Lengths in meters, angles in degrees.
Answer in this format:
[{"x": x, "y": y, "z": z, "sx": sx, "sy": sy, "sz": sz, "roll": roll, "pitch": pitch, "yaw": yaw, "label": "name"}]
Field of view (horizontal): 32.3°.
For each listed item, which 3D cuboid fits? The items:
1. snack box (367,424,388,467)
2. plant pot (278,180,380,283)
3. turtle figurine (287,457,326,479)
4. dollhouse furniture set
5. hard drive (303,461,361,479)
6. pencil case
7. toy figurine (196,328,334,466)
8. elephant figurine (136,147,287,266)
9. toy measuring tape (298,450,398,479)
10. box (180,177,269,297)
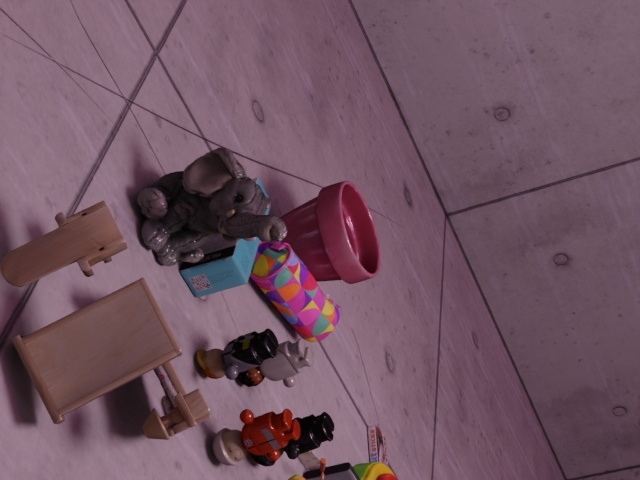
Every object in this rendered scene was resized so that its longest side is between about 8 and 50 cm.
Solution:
[{"x": 0.127, "y": 0.491, "z": 2.372, "sx": 0.064, "sy": 0.022, "sz": 0.178, "roll": 51, "pitch": 29, "yaw": -51, "label": "snack box"}, {"x": 0.000, "y": 0.000, "z": 2.182, "sx": 0.201, "sy": 0.180, "sz": 0.201, "roll": -16, "pitch": 90, "yaw": -70, "label": "plant pot"}, {"x": -0.036, "y": 0.485, "z": 1.834, "sx": 0.269, "sy": 0.087, "sz": 0.218, "roll": 16, "pitch": 67, "yaw": -77, "label": "turtle figurine"}, {"x": -0.292, "y": 0.142, "z": 1.483, "sx": 0.303, "sy": 0.173, "sz": 0.355, "roll": 62, "pitch": -11, "yaw": 6, "label": "dollhouse furniture set"}, {"x": 0.038, "y": 0.467, "z": 2.036, "sx": 0.022, "sy": 0.094, "sz": 0.135, "roll": -83, "pitch": 150, "yaw": -51, "label": "hard drive"}, {"x": -0.049, "y": 0.096, "z": 2.097, "sx": 0.236, "sy": 0.104, "sz": 0.104, "roll": 53, "pitch": 28, "yaw": -46, "label": "pencil case"}, {"x": -0.094, "y": 0.258, "z": 1.788, "sx": 0.213, "sy": 0.148, "sz": 0.210, "roll": 19, "pitch": 50, "yaw": -64, "label": "toy figurine"}, {"x": -0.150, "y": -0.054, "z": 1.724, "sx": 0.169, "sy": 0.239, "sz": 0.186, "roll": 11, "pitch": 64, "yaw": -68, "label": "elephant figurine"}, {"x": 0.064, "y": 0.447, "z": 2.113, "sx": 0.330, "sy": 0.121, "sz": 0.121, "roll": 50, "pitch": 29, "yaw": -31, "label": "toy measuring tape"}, {"x": -0.157, "y": -0.009, "z": 1.880, "sx": 0.244, "sy": 0.100, "sz": 0.060, "roll": -77, "pitch": 146, "yaw": -54, "label": "box"}]
